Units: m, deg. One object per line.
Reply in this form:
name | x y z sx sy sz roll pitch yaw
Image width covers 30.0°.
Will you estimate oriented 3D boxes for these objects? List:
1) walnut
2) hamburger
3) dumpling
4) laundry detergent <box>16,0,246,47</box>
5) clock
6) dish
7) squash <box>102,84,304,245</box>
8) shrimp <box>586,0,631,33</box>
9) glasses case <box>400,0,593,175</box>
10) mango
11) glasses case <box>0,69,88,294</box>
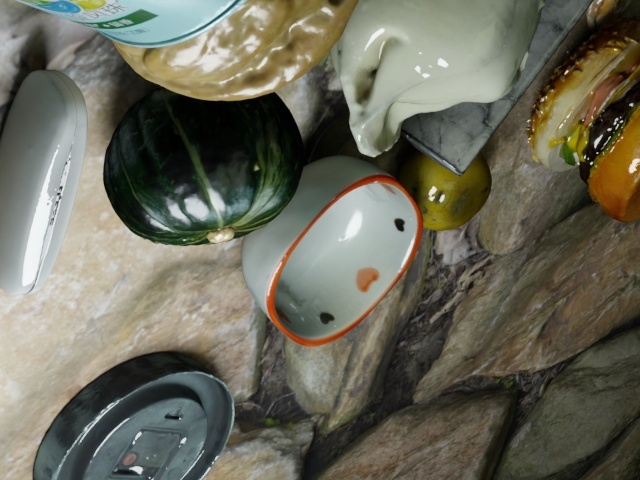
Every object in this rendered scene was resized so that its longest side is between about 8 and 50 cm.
walnut | -0.086 -0.247 1.084 0.257 0.257 0.224 -60 176 15
hamburger | 0.441 -0.181 1.714 0.291 0.225 0.291 -36 156 -19
dumpling | 0.147 -0.276 1.378 0.395 0.233 0.315 -60 177 7
laundry detergent | -0.201 -0.311 0.830 0.305 0.287 0.287 12 113 -53
clock | -0.238 0.265 1.538 0.280 0.055 0.281 -29 140 -27
dish | 0.000 0.000 1.499 0.256 0.117 0.256 -29 140 -27
squash | -0.120 -0.082 1.226 0.218 0.218 0.173 1 84 -49
shrimp | 0.436 -0.406 1.673 0.143 0.052 0.251 -33 151 -40
glasses case | 0.228 -0.230 1.532 0.299 0.114 0.060 -54 160 1
mango | 0.181 -0.078 1.649 0.195 0.098 0.137 4 116 -55
glasses case | -0.279 -0.053 1.160 0.059 0.092 0.234 -6 125 -42
